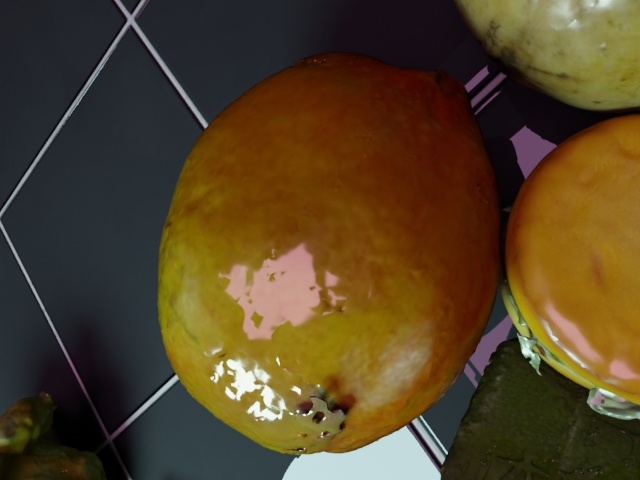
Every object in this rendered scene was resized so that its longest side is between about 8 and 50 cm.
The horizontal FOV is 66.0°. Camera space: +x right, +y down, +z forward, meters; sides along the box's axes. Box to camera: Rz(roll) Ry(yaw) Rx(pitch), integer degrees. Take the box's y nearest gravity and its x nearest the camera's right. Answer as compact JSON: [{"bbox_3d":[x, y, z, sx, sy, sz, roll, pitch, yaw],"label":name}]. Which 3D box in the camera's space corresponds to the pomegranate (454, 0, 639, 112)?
[{"bbox_3d":[0.252,-0.246,0.356,0.322,0.322,0.322,1,92,28],"label":"pomegranate"}]

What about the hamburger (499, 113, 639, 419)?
[{"bbox_3d":[0.266,0.027,0.409,0.246,0.170,0.246,-4,74,13],"label":"hamburger"}]

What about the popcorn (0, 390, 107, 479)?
[{"bbox_3d":[-0.464,0.435,0.749,0.279,0.274,0.335,45,68,-7],"label":"popcorn"}]

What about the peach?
[{"bbox_3d":[0.002,0.001,0.480,0.289,0.372,0.373,16,101,-12],"label":"peach"}]

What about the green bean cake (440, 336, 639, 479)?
[{"bbox_3d":[0.218,0.208,0.425,0.200,0.214,0.113,21,137,26],"label":"green bean cake"}]
